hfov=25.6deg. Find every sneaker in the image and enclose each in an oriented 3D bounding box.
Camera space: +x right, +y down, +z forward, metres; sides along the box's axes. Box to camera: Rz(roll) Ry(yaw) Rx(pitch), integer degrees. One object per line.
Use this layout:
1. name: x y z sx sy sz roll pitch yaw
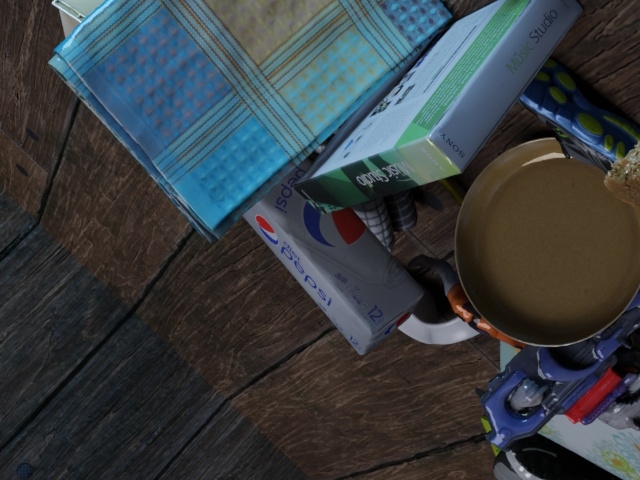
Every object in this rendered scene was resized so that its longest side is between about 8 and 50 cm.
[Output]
1. sneaker: 0.262 -0.127 1.506 0.188 0.067 0.078 38 152 3
2. sneaker: 0.383 0.373 2.116 0.271 0.100 0.108 30 143 -8

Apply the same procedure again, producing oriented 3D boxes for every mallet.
1. mallet: 0.175 -0.056 1.837 0.190 0.039 0.062 49 157 -26

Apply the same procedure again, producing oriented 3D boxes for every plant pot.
1. plant pot: 0.264 0.002 1.591 0.236 0.236 0.032 29 -168 31

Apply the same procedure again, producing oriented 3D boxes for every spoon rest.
1. spoon rest: 0.156 0.106 2.099 0.137 0.084 0.276 51 156 -20

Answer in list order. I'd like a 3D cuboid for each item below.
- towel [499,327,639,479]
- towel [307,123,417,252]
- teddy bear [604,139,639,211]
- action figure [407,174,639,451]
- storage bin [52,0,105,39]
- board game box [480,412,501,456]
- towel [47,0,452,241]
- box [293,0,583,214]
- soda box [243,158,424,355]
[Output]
1. towel: 0.387 0.207 1.884 0.320 0.090 0.374 31 156 28
2. towel: -0.011 -0.126 1.914 0.283 0.121 0.235 26 155 32
3. teddy bear: 0.443 -0.007 1.401 0.338 0.113 0.245 35 165 -1
4. action figure: 0.305 0.073 1.675 0.330 0.341 0.178 55 -158 13
5. storage bin: -0.132 -0.261 1.669 0.260 0.262 0.123 35 155 18
6. board game box: 0.310 0.300 2.182 0.043 0.092 0.181 26 153 37
7. towel: -0.071 -0.216 1.514 0.271 0.370 0.040 48 176 -15
8. box: 0.116 -0.145 1.499 0.058 0.232 0.322 43 159 -13
9. soda box: 0.000 0.000 1.771 0.286 0.091 0.098 49 161 12
